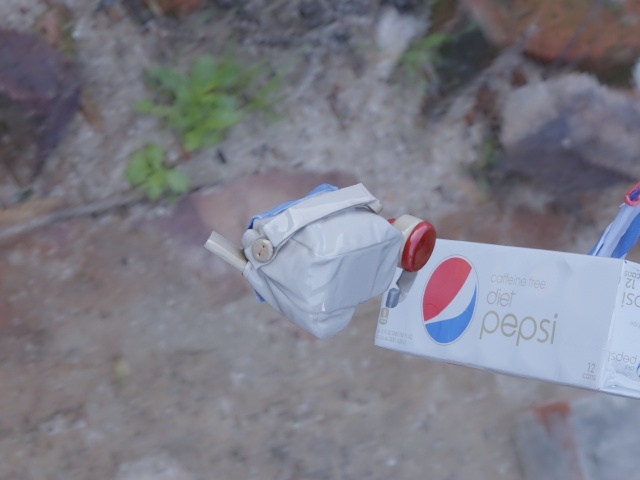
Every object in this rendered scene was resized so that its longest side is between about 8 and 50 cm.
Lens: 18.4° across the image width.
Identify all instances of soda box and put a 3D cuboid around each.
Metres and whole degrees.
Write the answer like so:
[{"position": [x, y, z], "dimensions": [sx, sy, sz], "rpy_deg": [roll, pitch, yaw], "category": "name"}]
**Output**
[{"position": [0.122, 0.044, 1.142], "dimensions": [0.069, 0.216, 0.074], "rpy_deg": [14, 86, -32], "category": "soda box"}]

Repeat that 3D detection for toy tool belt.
[{"position": [0.000, 0.000, 0.694], "dimensions": [0.083, 0.051, 0.052], "rpy_deg": [-22, 130, -55], "category": "toy tool belt"}]

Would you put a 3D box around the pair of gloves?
[{"position": [0.225, 0.007, 1.489], "dimensions": [0.023, 0.159, 0.198], "rpy_deg": [37, 33, 13], "category": "pair of gloves"}]
